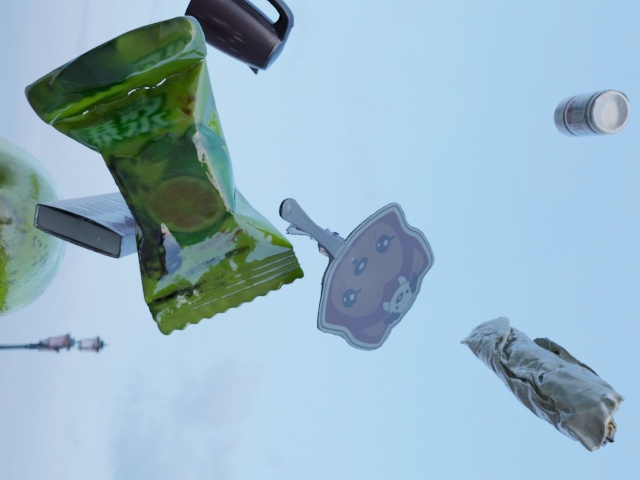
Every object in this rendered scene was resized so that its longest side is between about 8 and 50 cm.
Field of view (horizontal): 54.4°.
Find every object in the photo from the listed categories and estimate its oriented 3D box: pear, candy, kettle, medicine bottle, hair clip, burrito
[{"bbox_3d":[-0.562,-0.035,1.088,0.318,0.238,0.343,-11,-101,63],"label":"pear"},{"bbox_3d":[-0.124,-0.047,0.530,0.069,0.149,0.247,-134,-160,-78],"label":"candy"},{"bbox_3d":[-0.186,-0.526,1.492,0.202,0.232,0.144,-54,-170,32],"label":"kettle"},{"bbox_3d":[0.347,-0.162,0.802,0.089,0.057,0.057,-138,-124,-78],"label":"medicine bottle"},{"bbox_3d":[0.000,0.000,1.124,0.049,0.116,0.172,-64,-168,0],"label":"hair clip"},{"bbox_3d":[0.344,0.204,0.981,0.076,0.117,0.392,62,-4,-15],"label":"burrito"}]

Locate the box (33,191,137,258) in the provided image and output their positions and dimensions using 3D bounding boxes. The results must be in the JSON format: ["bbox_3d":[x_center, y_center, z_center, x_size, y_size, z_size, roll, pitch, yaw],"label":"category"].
[{"bbox_3d":[-0.252,-0.025,0.777,0.177,0.115,0.036,-36,146,-75],"label":"box"}]

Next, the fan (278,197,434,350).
[{"bbox_3d":[0.030,0.019,0.540,0.009,0.220,0.132,26,-98,43],"label":"fan"}]
